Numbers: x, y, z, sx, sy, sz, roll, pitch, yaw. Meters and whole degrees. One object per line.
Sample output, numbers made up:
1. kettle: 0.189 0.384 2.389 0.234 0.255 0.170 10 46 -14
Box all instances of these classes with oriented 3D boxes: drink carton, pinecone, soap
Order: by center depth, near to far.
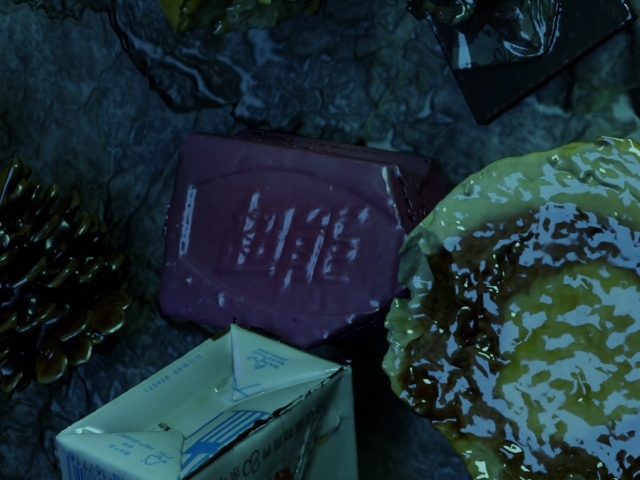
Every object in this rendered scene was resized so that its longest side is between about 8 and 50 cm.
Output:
1. drink carton: -0.073 0.247 1.295 0.132 0.194 0.324 19 125 38
2. soap: 0.000 0.000 1.340 0.250 0.099 0.162 10 93 36
3. pinecone: -0.272 0.026 1.499 0.185 0.168 0.212 -37 92 11

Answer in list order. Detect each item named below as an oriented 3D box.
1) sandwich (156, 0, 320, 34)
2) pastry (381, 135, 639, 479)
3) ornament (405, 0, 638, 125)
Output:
1. sandwich: -0.074 -0.260 1.325 0.227 0.155 0.198 7 103 47
2. pastry: 0.187 0.064 1.164 0.237 0.170 0.256 -48 60 8
3. ornament: 0.083 -0.188 1.193 0.153 0.196 0.166 -35 72 34
